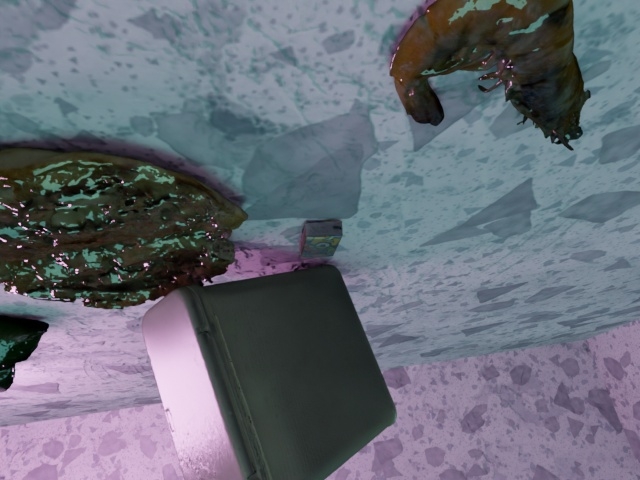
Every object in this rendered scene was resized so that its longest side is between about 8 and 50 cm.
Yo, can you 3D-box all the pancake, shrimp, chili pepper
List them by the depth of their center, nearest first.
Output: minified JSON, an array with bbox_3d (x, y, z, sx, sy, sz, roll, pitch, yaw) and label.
[{"bbox_3d":[0.188,-0.152,0.461,0.169,0.058,0.296,-17,151,33],"label":"shrimp"},{"bbox_3d":[-0.286,0.004,0.596,0.383,0.071,0.382,-11,154,-5],"label":"pancake"},{"bbox_3d":[-0.704,0.243,0.899,0.265,0.116,0.148,-26,147,30],"label":"chili pepper"}]

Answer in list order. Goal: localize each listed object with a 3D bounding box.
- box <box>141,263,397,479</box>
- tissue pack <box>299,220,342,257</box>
[{"bbox_3d":[-0.071,0.233,0.747,0.344,0.351,0.177,-9,161,-46],"label":"box"},{"bbox_3d":[0.000,0.000,0.728,0.063,0.034,0.083,-4,154,-11],"label":"tissue pack"}]
